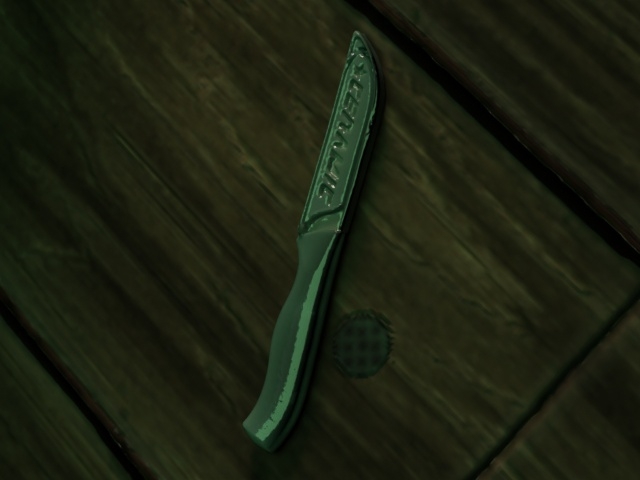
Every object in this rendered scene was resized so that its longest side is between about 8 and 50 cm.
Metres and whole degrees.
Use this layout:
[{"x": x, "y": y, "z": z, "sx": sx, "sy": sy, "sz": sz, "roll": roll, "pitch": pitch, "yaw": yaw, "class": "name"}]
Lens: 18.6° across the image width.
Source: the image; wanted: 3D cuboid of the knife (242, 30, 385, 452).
[{"x": 0.000, "y": 0.000, "z": 0.949, "sx": 0.028, "sy": 0.015, "sz": 0.210, "roll": 13, "pitch": 85, "yaw": 34, "class": "knife"}]
